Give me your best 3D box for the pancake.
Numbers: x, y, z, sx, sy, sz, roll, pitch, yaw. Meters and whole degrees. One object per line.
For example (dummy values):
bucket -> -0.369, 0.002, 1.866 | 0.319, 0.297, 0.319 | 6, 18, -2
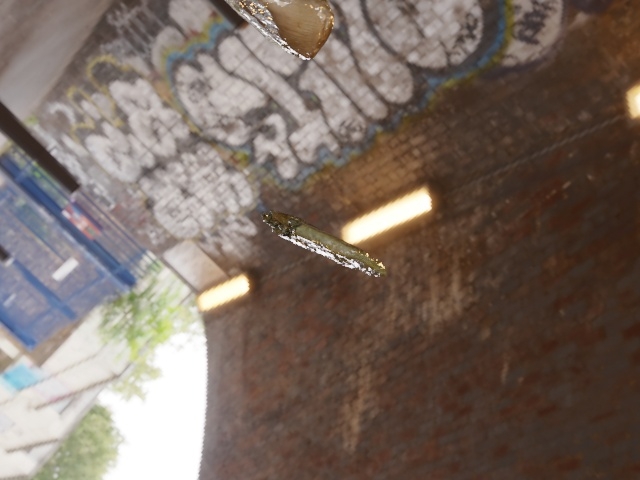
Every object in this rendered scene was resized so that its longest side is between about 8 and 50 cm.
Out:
pancake -> 0.004, 0.004, 0.795 | 0.129, 0.116, 0.022 | 27, -89, 59

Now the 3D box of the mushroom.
mushroom -> -0.064, -0.208, 0.665 | 0.059, 0.202, 0.054 | 5, -114, 48
